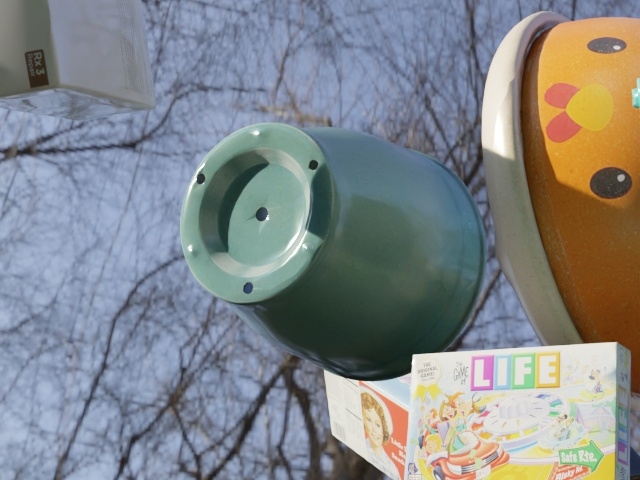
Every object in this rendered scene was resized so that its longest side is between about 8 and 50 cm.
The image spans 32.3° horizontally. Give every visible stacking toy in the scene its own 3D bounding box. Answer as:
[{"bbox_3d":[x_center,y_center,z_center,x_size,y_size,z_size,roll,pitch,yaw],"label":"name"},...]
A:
[{"bbox_3d":[0.396,-0.074,0.847,0.480,0.350,0.350,-16,-48,32],"label":"stacking toy"}]

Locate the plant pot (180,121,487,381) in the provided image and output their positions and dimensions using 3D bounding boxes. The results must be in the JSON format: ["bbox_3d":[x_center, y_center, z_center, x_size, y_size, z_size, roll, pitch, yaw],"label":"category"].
[{"bbox_3d":[0.000,0.000,1.153,0.272,0.271,0.255,-23,-22,25],"label":"plant pot"}]

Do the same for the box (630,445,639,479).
[{"bbox_3d":[0.293,0.252,1.155,0.083,0.052,0.062,0,-57,-28],"label":"box"}]

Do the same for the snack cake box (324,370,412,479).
[{"bbox_3d":[0.111,0.254,1.608,0.089,0.264,0.152,-17,-67,-27],"label":"snack cake box"}]

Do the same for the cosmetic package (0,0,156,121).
[{"bbox_3d":[-0.218,-0.168,0.932,0.086,0.231,0.117,-9,-90,12],"label":"cosmetic package"}]

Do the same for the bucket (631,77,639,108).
[{"bbox_3d":[0.266,-0.009,0.426,0.281,0.281,0.183,-1,-83,5],"label":"bucket"}]

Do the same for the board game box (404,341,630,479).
[{"bbox_3d":[0.131,0.126,0.747,0.154,0.103,0.026,-8,-24,35],"label":"board game box"}]
